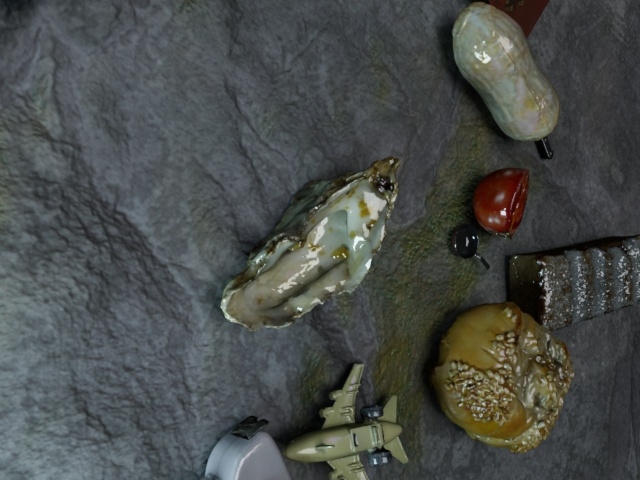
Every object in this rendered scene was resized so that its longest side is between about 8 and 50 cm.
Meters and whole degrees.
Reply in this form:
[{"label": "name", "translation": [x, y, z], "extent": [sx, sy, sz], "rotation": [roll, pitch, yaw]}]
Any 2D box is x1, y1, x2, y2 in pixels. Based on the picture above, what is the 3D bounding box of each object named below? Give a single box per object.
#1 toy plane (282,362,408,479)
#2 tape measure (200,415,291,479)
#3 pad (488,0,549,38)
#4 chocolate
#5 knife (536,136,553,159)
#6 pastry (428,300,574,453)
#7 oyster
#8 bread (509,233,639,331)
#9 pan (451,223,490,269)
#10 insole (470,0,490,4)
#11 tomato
[{"label": "toy plane", "translation": [0.049, 0.308, 0.824], "extent": [0.244, 0.092, 0.229], "rotation": [9, 66, -45]}, {"label": "tape measure", "translation": [-0.107, 0.396, 0.713], "extent": [0.197, 0.120, 0.236], "rotation": [-31, 102, -36]}, {"label": "pad", "translation": [0.392, -0.520, 1.045], "extent": [0.267, 0.004, 0.181], "rotation": [28, 93, -49]}, {"label": "chocolate", "translation": [0.359, -0.313, 1.020], "extent": [0.309, 0.134, 0.134], "rotation": [46, 66, -25]}, {"label": "knife", "translation": [0.471, -0.297, 1.162], "extent": [0.072, 0.019, 0.245], "rotation": [-35, 107, -30]}, {"label": "pastry", "translation": [0.355, 0.263, 0.993], "extent": [0.310, 0.162, 0.255], "rotation": [37, 80, -27]}, {"label": "oyster", "translation": [-0.004, -0.001, 0.792], "extent": [0.166, 0.110, 0.341], "rotation": [38, 73, -22]}, {"label": "bread", "translation": [0.585, 0.087, 1.185], "extent": [0.416, 0.113, 0.165], "rotation": [-8, 93, -33]}, {"label": "pan", "translation": [0.293, 0.018, 1.039], "extent": [0.115, 0.023, 0.068], "rotation": [47, 65, -22]}, {"label": "insole", "translation": [0.319, -0.495, 1.067], "extent": [0.086, 0.005, 0.253], "rotation": [-45, 113, -25]}, {"label": "tomato", "translation": [0.349, -0.076, 1.041], "extent": [0.159, 0.091, 0.139], "rotation": [18, 89, -60]}]
